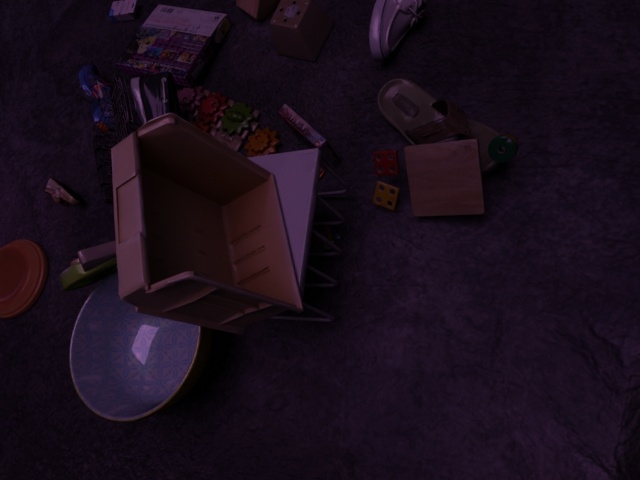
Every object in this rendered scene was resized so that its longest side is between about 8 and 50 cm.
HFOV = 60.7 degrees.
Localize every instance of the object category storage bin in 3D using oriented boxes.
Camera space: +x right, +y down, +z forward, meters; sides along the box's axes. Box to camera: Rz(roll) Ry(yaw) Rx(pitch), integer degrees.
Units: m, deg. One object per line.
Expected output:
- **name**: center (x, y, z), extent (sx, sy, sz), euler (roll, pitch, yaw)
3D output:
- **storage bin**: center (-0.171, -0.016, 0.825), extent (0.123, 0.260, 0.263), euler (-27, 61, 24)

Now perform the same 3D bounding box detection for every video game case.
- **video game case**: center (-0.364, -0.489, 1.357), extent (0.231, 0.042, 0.210), euler (18, 69, 25)

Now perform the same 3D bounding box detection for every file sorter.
- **file sorter**: center (-0.065, 0.001, 1.015), extent (0.192, 0.173, 0.278), euler (-2, 71, 29)

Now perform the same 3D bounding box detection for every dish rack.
- **dish rack**: center (-0.445, -0.222, 1.215), extent (0.271, 0.074, 0.208), euler (-47, 56, 46)

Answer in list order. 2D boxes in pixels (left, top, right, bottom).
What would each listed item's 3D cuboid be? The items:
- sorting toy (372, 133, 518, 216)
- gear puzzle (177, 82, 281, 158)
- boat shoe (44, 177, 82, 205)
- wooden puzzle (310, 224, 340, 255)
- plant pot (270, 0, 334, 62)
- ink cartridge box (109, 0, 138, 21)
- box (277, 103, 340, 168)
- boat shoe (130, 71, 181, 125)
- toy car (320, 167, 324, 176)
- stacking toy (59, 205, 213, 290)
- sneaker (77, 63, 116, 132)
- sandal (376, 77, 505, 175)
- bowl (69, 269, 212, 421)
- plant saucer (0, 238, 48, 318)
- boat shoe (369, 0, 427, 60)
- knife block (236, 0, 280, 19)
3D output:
- **sorting toy**: center (0.221, -0.114, 0.991), extent (0.274, 0.046, 0.133), euler (-1, 109, 31)
- **gear puzzle**: center (-0.237, -0.253, 1.244), extent (0.338, 0.044, 0.176), euler (26, 83, 26)
- **boat shoe**: center (-0.637, -0.110, 1.350), extent (0.135, 0.050, 0.045), euler (29, 88, 36)
- **wooden puzzle**: center (0.000, 0.000, 1.091), extent (0.083, 0.006, 0.049), euler (-21, 66, 13)
- **plant pot**: center (-0.051, -0.481, 1.222), extent (0.109, 0.096, 0.109), euler (21, 81, 26)
- **ink cartridge box**: center (-0.531, -0.628, 1.491), extent (0.083, 0.028, 0.048), euler (3, 74, 22)
- **box**: center (-0.023, -0.214, 1.123), extent (0.027, 0.094, 0.137), euler (-45, 64, 2)
- **boat shoe**: center (-0.331, -0.219, 1.199), extent (0.091, 0.114, 0.303), euler (-14, 99, 2)
- **toy car**: center (-0.055, -0.136, 1.139), extent (0.122, 0.040, 0.060), euler (-29, 65, 9)
- **stacking toy**: center (-0.362, -0.033, 1.028), extent (0.309, 0.279, 0.131), euler (-31, 85, 55)
- **sneaker**: center (-0.546, -0.366, 1.392), extent (0.087, 0.083, 0.221), euler (-26, 70, -4)
- **sandal**: center (0.215, -0.220, 1.038), extent (0.302, 0.086, 0.120), euler (41, 90, 27)
- **bowl**: center (-0.319, 0.200, 1.062), extent (0.289, 0.156, 0.290), euler (-6, 71, 18)
- **plant saucer**: center (-0.756, 0.089, 1.332), extent (0.199, 0.037, 0.200), euler (-6, 71, 19)
- **boat shoe**: center (0.181, -0.495, 1.145), extent (0.088, 0.096, 0.268), euler (14, 70, 29)
- **knife block**: center (-0.122, -0.684, 1.235), extent (0.276, 0.242, 0.088), euler (-47, 62, 1)
